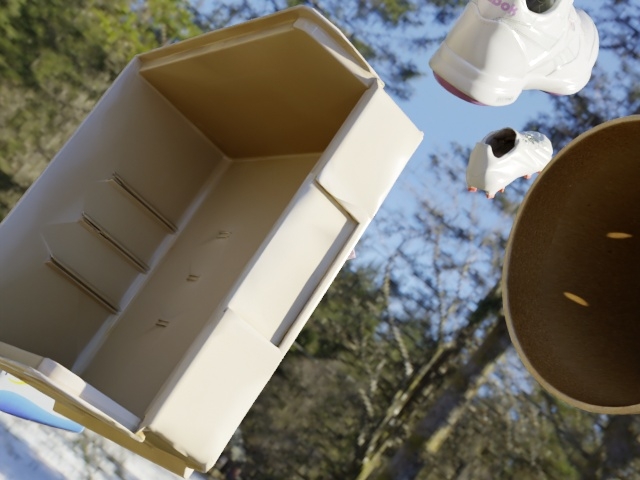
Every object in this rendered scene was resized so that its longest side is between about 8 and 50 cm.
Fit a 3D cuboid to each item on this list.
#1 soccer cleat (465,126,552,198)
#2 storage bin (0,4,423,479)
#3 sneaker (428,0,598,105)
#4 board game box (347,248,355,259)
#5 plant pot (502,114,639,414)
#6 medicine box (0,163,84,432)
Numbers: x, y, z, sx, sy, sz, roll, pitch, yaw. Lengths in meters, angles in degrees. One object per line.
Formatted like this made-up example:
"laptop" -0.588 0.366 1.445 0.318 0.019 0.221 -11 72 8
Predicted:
"soccer cleat" 0.254 -0.118 1.226 0.068 0.196 0.076 22 -57 30
"storage bin" -0.102 -0.004 0.619 0.123 0.262 0.260 44 -23 -28
"sneaker" 0.240 -0.231 0.996 0.114 0.152 0.305 38 35 19
"board game box" 0.000 0.000 1.317 0.090 0.090 0.020 -96 168 -49
"plant pot" 0.330 0.039 0.797 0.254 0.237 0.237 13 7 -33
"medicine box" -0.364 0.074 1.321 0.149 0.289 0.263 27 5 -32
